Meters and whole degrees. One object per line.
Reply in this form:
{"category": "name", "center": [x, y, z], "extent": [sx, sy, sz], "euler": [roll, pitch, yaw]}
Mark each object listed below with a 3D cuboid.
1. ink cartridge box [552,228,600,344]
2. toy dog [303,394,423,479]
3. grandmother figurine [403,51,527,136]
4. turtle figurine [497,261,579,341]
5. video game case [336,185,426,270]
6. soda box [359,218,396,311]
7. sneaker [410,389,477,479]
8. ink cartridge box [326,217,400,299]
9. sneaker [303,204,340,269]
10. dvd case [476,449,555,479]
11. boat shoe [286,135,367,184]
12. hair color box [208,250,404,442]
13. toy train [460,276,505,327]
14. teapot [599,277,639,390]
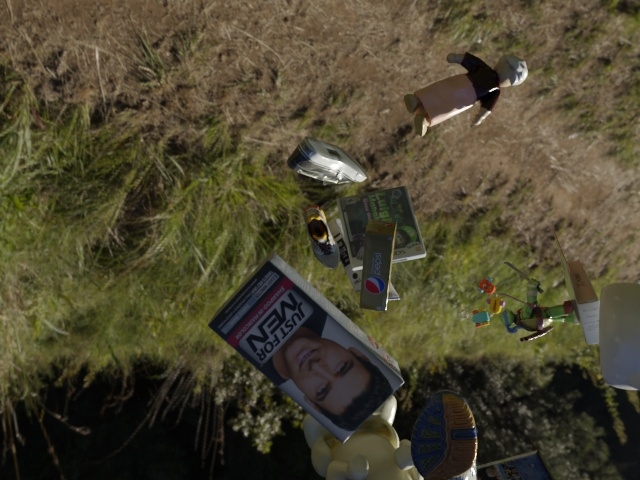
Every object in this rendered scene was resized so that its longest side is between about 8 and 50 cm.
{"category": "ink cartridge box", "center": [0.707, 0.113, 1.534], "extent": [0.060, 0.275, 0.238], "euler": [-14, 106, 19]}
{"category": "toy dog", "center": [0.130, 0.673, 1.476], "extent": [0.285, 0.408, 0.395], "euler": [1, 114, -21]}
{"category": "grandmother figurine", "center": [0.405, -0.420, 1.534], "extent": [0.343, 0.104, 0.207], "euler": [-22, 97, -4]}
{"category": "turtle figurine", "center": [0.705, 0.182, 1.774], "extent": [0.267, 0.274, 0.197], "euler": [1, 123, 12]}
{"category": "video game case", "center": [0.140, -0.032, 1.317], "extent": [0.173, 0.190, 0.022], "euler": [-11, 152, -1]}
{"category": "soda box", "center": [0.115, 0.051, 1.134], "extent": [0.058, 0.061, 0.181], "euler": [6, 119, 9]}
{"category": "sneaker", "center": [0.224, 0.378, 1.008], "extent": [0.112, 0.131, 0.296], "euler": [-1, 112, 13]}
{"category": "ink cartridge box", "center": [0.141, 0.077, 1.944], "extent": [0.065, 0.332, 0.165], "euler": [-39, 154, 28]}
{"category": "sneaker", "center": [0.000, 0.000, 1.838], "extent": [0.088, 0.092, 0.225], "euler": [-23, 110, 6]}
{"category": "dvd case", "center": [0.458, 0.623, 1.355], "extent": [0.253, 0.180, 0.022], "euler": [-33, 168, 34]}
{"category": "boat shoe", "center": [0.015, -0.154, 1.156], "extent": [0.070, 0.077, 0.219], "euler": [-43, 149, 24]}
{"category": "hair color box", "center": [-0.027, 0.220, 1.174], "extent": [0.374, 0.113, 0.185], "euler": [42, 96, -6]}
{"category": "toy train", "center": [0.554, 0.212, 1.895], "extent": [0.046, 0.125, 0.166], "euler": [14, 111, -52]}
{"category": "teapot", "center": [0.719, 0.205, 1.224], "extent": [0.253, 0.187, 0.255], "euler": [-2, 90, -59]}
